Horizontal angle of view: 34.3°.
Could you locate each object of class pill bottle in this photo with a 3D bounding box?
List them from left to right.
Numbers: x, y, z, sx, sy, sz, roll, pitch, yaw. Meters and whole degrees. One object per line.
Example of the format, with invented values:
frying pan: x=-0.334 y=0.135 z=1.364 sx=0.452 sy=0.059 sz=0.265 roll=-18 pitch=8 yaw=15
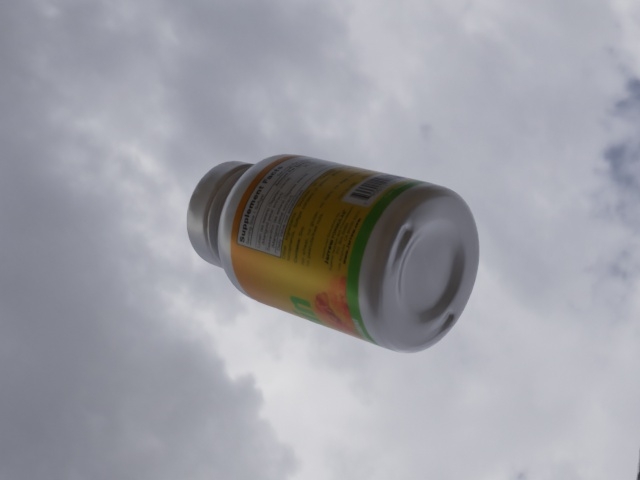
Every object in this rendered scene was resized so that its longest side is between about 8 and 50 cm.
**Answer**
pill bottle: x=0.000 y=0.000 z=0.888 sx=0.246 sy=0.136 sz=0.136 roll=16 pitch=-116 yaw=42

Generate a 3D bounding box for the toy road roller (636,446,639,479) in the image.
toy road roller: x=0.342 y=0.055 z=0.642 sx=0.241 sy=0.329 sz=0.202 roll=9 pitch=-117 yaw=14
